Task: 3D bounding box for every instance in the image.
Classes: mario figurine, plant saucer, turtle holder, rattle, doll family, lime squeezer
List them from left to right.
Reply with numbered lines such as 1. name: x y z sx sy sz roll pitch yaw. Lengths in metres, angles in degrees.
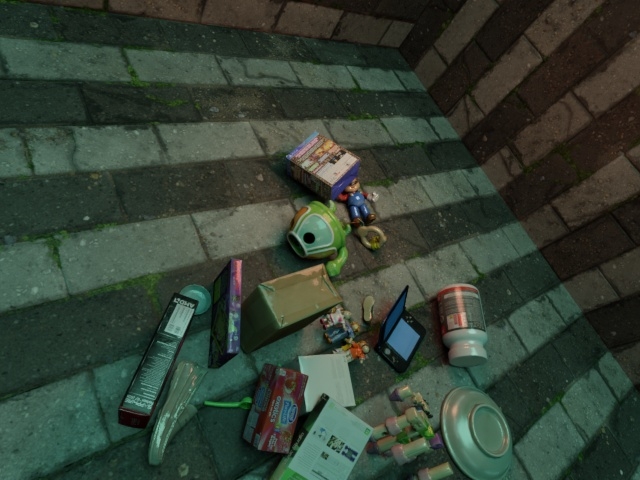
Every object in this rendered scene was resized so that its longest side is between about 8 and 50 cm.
1. plant saucer: -0.476 0.226 1.512 0.120 0.021 0.119 16 54 -22
2. lime squeezer: -0.244 0.545 1.418 0.311 0.059 0.109 -17 71 -36
3. turtle holder: -0.013 -0.009 1.830 0.228 0.243 0.320 -36 122 -26
4. doll family: 0.108 0.412 1.690 0.163 0.118 0.262 -15 58 -23
5. mario figurine: 0.178 -0.241 2.102 0.198 0.170 0.320 -3 65 -50
6. rattle: 0.255 -0.057 2.068 0.200 0.130 0.142 39 51 4
7. plant saucer: 0.717 0.840 1.766 0.401 0.100 0.399 16 53 -22

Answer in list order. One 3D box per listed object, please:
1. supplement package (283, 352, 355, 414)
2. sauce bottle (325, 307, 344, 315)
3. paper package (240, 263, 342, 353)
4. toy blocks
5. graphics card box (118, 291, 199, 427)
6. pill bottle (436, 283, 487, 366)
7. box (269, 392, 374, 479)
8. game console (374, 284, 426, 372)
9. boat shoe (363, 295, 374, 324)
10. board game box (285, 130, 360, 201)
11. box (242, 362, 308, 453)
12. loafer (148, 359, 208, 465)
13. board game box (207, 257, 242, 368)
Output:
1. supplement package: -0.007 0.540 1.498 0.203 0.149 0.194 5 58 -28
2. sauce bottle: 0.045 0.310 1.751 0.128 0.042 0.042 21 52 -20
3. paper package: -0.134 0.255 1.497 0.310 0.325 0.168 -17 71 -38
4. toy blocks: 0.295 0.749 1.526 0.288 0.260 0.308 51 16 -30
5. graphics card box: -0.505 0.375 1.258 0.094 0.232 0.370 22 51 -12
6. pill bottle: 0.694 0.412 1.958 0.211 0.210 0.362 18 53 -20
7. box: 0.012 0.717 1.349 0.232 0.059 0.321 43 69 -19
8. game console: 0.380 0.397 1.807 0.250 0.173 0.293 44 49 2
9. boat shoe: 0.225 0.321 1.852 0.043 0.049 0.136 60 29 -44
10. board game box: 0.012 -0.372 2.018 0.291 0.141 0.232 36 66 18
11. box: -0.152 0.560 1.353 0.123 0.128 0.256 26 70 -30
12. loafer: -0.447 0.539 1.266 0.112 0.112 0.319 19 52 -9
13. board game box: -0.343 0.262 1.445 0.056 0.208 0.346 11 56 -24
